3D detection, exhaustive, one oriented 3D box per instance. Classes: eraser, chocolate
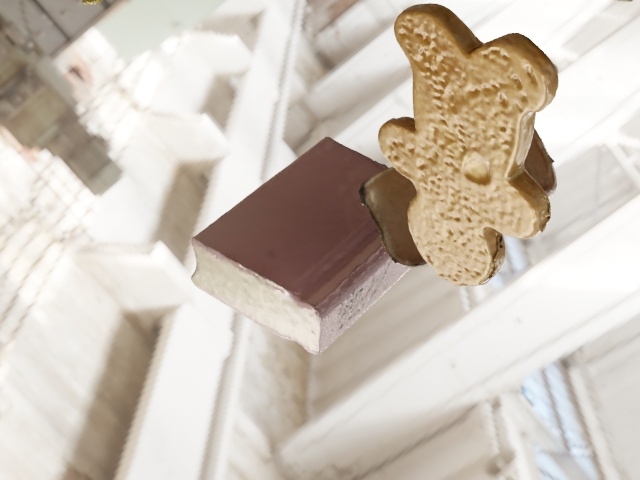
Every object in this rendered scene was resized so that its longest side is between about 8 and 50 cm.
[{"bbox_3d":[0.000,0.000,2.119,0.272,0.122,0.359,27,-134,25],"label":"eraser"},{"bbox_3d":[0.193,-0.063,1.687,0.261,0.161,0.083,-28,155,21],"label":"chocolate"}]

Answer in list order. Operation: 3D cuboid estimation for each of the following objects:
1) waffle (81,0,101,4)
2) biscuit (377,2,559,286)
[{"bbox_3d":[-0.319,-0.385,1.882,0.085,0.016,0.078,-22,-124,10],"label":"waffle"},{"bbox_3d":[0.153,-0.089,1.325,0.216,0.339,0.047,31,-128,34],"label":"biscuit"}]
